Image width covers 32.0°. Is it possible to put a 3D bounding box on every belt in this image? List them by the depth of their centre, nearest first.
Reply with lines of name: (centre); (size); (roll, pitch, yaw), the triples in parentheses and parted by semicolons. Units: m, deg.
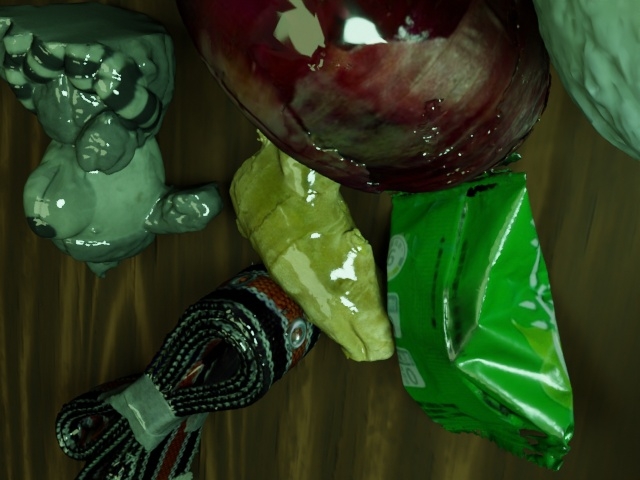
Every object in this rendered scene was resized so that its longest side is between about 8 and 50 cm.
belt: (-0.123, 0.132, 0.975); (0.126, 0.094, 0.359); (56, 134, 11)

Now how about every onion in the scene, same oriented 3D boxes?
onion: (0.031, -0.148, 0.628); (0.252, 0.252, 0.219); (45, 108, 20)

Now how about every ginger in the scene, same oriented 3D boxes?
ginger: (-0.012, -0.002, 0.825); (0.115, 0.081, 0.205); (-18, 86, 14)

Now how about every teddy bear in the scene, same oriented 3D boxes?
teddy bear: (-0.171, -0.070, 0.906); (0.171, 0.144, 0.251); (2, 112, 28)

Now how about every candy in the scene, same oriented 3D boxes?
candy: (0.100, 0.049, 0.747); (0.141, 0.078, 0.203); (-9, 95, 44)

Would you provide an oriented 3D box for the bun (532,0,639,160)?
bun: (0.244, -0.136, 0.350); (0.362, 0.362, 0.211); (4, 112, 42)
